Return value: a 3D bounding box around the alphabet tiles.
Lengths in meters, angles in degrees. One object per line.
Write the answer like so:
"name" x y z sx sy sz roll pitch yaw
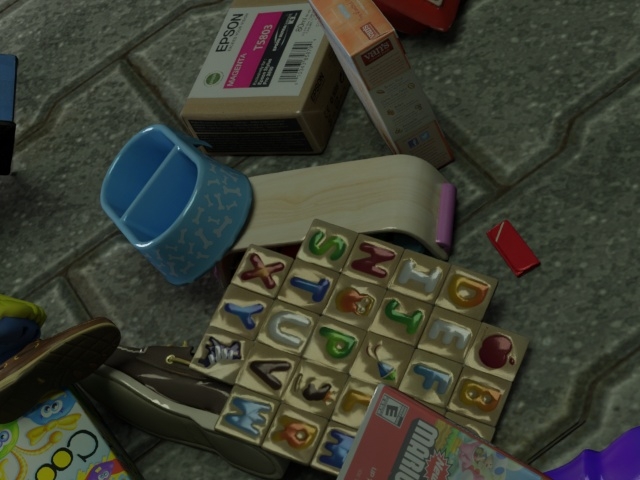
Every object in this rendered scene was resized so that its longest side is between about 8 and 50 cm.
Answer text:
"alphabet tiles" 0.043 0.125 1.726 0.342 0.011 0.285 19 63 14

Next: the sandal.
"sandal" -0.410 0.140 1.900 0.126 0.317 0.138 16 73 -6

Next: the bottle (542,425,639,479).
"bottle" 0.335 0.234 1.507 0.282 0.092 0.118 -15 48 16

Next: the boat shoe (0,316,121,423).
"boat shoe" -0.310 0.134 1.758 0.178 0.064 0.060 -32 45 -2

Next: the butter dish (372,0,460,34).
"butter dish" 0.105 -0.345 2.132 0.118 0.160 0.160 -51 18 52

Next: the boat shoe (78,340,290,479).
"boat shoe" -0.152 0.175 1.808 0.324 0.117 0.097 17 60 33

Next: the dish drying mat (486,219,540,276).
"dish drying mat" 0.224 0.009 1.827 0.032 0.008 0.083 -30 44 -1

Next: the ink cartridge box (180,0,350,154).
"ink cartridge box" -0.059 -0.230 2.134 0.193 0.088 0.235 1 53 27

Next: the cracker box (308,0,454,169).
"cracker box" 0.075 -0.203 1.933 0.067 0.232 0.156 -31 44 1

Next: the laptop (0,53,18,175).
"laptop" -0.624 -0.232 2.219 0.382 0.408 0.236 4 78 -12

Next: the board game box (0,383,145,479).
"board game box" -0.293 0.269 1.776 0.144 0.142 0.275 -38 44 -7

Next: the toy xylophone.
"toy xylophone" 0.000 0.000 1.901 0.322 0.081 0.236 -1 53 28

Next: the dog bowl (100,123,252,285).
"dog bowl" -0.194 -0.056 1.998 0.166 0.074 0.297 -53 32 3

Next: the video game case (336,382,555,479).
"video game case" 0.124 0.291 1.548 0.285 0.025 0.204 27 96 39
